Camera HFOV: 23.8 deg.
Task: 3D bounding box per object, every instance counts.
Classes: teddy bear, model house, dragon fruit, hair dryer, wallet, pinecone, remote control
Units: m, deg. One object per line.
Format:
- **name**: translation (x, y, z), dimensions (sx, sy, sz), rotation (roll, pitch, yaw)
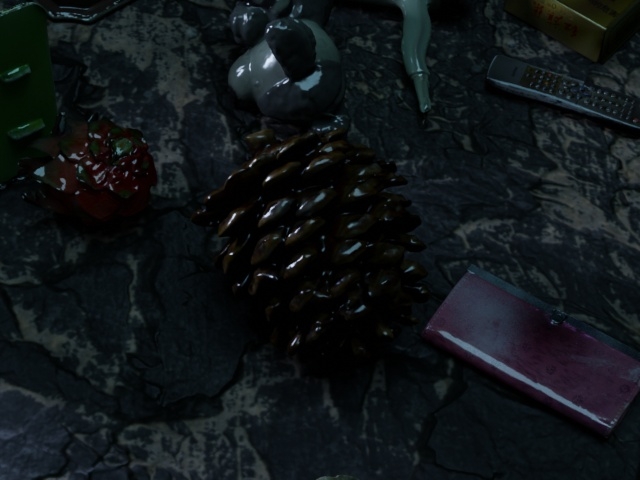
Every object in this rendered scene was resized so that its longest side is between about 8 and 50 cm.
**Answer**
- **teddy bear**: translation (-0.051, -0.240, 1.827), dimensions (0.144, 0.171, 0.251), rotation (-12, 57, 9)
- **model house**: translation (-0.502, -0.198, 1.692), dimensions (0.358, 0.242, 0.313), rotation (-29, 56, -25)
- **dragon fruit**: translation (-0.254, -0.077, 1.694), dimensions (0.142, 0.121, 0.130), rotation (21, 7, 33)
- **hair dryer**: translation (0.067, -0.281, 1.936), dimensions (0.229, 0.092, 0.267), rotation (14, 60, 15)
- **wallet**: translation (0.235, 0.119, 1.648), dimensions (0.232, 0.025, 0.119), rotation (28, 54, 17)
- **pinecone**: translation (0.000, 0.000, 1.600), dimensions (0.224, 0.224, 0.272), rotation (-30, 80, -27)
- **remote control**: translation (0.311, -0.181, 1.903), dimensions (0.212, 0.028, 0.059), rotation (20, 48, 9)

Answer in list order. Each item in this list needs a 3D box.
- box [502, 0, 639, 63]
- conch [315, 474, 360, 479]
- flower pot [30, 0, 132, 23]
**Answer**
- **box**: translation (0.377, -0.352, 2.025), dimensions (0.159, 0.071, 0.240), rotation (34, 56, 22)
- **conch**: translation (0.011, 0.315, 1.384), dimensions (0.178, 0.163, 0.245), rotation (-41, 95, -15)
- **flower pot**: translation (-0.284, -0.396, 1.972), dimensions (0.251, 0.084, 0.179), rotation (-35, 62, -29)
